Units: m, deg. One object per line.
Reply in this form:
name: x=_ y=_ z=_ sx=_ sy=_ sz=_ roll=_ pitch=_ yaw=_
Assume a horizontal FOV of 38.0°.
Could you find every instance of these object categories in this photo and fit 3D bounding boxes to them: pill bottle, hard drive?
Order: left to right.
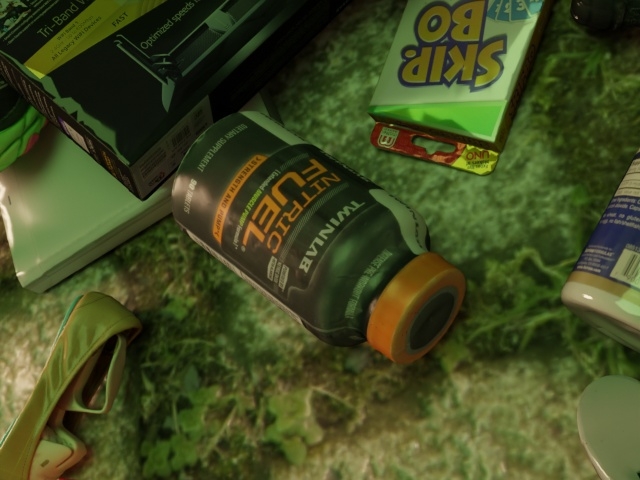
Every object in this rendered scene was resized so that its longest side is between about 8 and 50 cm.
hard drive: x=-0.199 y=-0.106 z=0.953 sx=0.307 sy=0.040 sz=0.203 roll=-31 pitch=61 yaw=13
pill bottle: x=0.000 y=0.000 z=0.767 sx=0.245 sy=0.130 sz=0.130 roll=35 pitch=88 yaw=31
pill bottle: x=0.262 y=-0.013 z=0.657 sx=0.112 sy=0.112 sz=0.187 roll=28 pitch=84 yaw=31

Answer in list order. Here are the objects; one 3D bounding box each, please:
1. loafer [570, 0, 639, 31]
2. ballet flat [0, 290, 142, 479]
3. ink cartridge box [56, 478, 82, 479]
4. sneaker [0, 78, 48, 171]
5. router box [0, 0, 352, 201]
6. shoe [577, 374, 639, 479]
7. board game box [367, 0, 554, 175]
loafer: x=0.266 y=-0.274 z=0.780 sx=0.078 sy=0.076 sz=0.223 roll=12 pitch=72 yaw=9
ballet flat: x=-0.237 y=0.160 z=0.854 sx=0.073 sy=0.080 sz=0.232 roll=22 pitch=83 yaw=15
ink cartridge box: x=-0.123 y=0.240 z=0.733 sx=0.231 sy=0.134 sz=0.078 roll=3 pitch=74 yaw=26
sneaker: x=-0.394 y=-0.284 z=1.001 sx=0.185 sy=0.202 sz=0.483 roll=-27 pitch=52 yaw=15
router box: x=-0.147 y=-0.226 z=0.862 sx=0.243 sy=0.081 sz=0.309 roll=41 pitch=74 yaw=12
shoe: x=0.227 y=0.178 z=0.634 sx=0.063 sy=0.081 sz=0.178 roll=-19 pitch=34 yaw=5
board game box: x=0.134 y=-0.193 z=0.820 sx=0.124 sy=0.039 sz=0.260 roll=17 pitch=87 yaw=26
